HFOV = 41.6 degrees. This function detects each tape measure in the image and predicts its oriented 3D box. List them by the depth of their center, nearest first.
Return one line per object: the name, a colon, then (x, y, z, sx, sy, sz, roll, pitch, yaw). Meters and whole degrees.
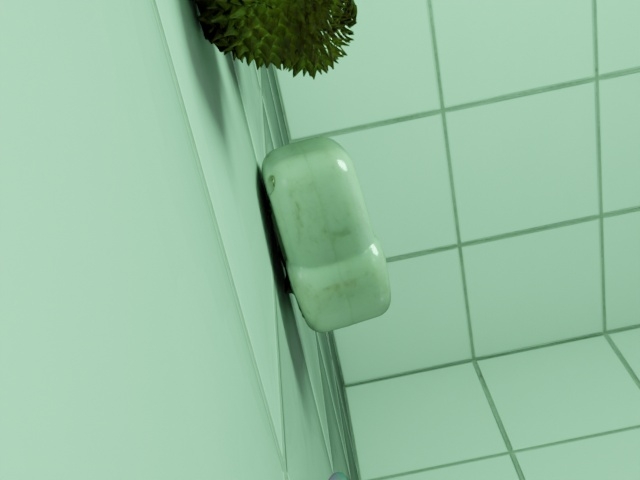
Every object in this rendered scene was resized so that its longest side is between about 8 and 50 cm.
tape measure: (0.000, 0.000, 1.099, 0.258, 0.130, 0.265, -134, -153, -87)

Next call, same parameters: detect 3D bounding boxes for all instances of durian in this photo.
durian: (-0.046, -0.232, 0.747, 0.237, 0.137, 0.194, 72, 1, -71)

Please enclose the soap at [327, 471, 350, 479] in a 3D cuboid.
soap: (0.004, 0.219, 0.599, 0.149, 0.056, 0.100, 74, 7, -71)
